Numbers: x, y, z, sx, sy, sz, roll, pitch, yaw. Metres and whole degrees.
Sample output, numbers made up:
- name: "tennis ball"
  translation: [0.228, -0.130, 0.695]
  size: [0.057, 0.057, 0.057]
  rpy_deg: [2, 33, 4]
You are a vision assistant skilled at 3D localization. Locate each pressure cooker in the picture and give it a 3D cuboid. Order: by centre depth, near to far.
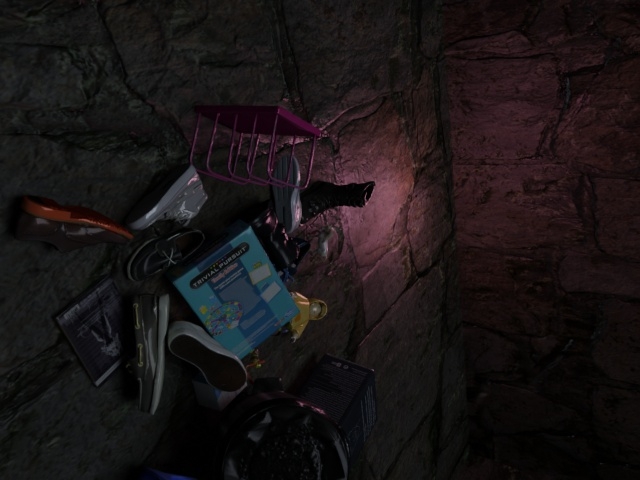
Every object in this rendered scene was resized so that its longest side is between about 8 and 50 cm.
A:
- name: "pressure cooker"
  translation: [-0.136, 0.615, 1.697]
  size: [0.375, 0.420, 0.370]
  rpy_deg: [43, 72, -3]

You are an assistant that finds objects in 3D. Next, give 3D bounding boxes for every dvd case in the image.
- name: "dvd case"
  translation: [-0.518, 0.216, 1.404]
  size: [0.164, 0.018, 0.221]
  rpy_deg: [-49, 133, -44]

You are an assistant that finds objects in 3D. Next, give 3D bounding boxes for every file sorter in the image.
- name: "file sorter"
  translation: [-0.185, -0.249, 1.612]
  size: [0.202, 0.290, 0.182]
  rpy_deg: [15, 85, -57]

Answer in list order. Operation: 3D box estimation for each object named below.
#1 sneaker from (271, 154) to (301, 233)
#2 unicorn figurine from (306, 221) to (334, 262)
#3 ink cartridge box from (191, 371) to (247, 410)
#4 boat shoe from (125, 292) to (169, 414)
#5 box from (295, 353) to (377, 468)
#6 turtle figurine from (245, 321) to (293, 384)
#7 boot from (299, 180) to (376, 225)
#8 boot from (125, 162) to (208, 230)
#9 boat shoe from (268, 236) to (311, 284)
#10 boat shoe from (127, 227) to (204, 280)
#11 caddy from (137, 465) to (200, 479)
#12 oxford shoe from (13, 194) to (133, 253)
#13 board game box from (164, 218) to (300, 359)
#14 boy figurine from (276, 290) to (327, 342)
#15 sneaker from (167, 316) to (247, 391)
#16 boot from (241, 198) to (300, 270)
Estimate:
- name: "sneaker"
  translation: [-0.108, -0.152, 1.947]
  size: [0.091, 0.094, 0.258]
  rpy_deg: [-26, 122, -74]
- name: "unicorn figurine"
  translation: [0.000, 0.000, 2.098]
  size: [0.060, 0.111, 0.162]
  rpy_deg: [-29, 119, -52]
- name: "ink cartridge box"
  translation: [-0.289, 0.410, 1.725]
  size: [0.143, 0.089, 0.092]
  rpy_deg: [-39, 126, -48]
- name: "boat shoe"
  translation: [-0.429, 0.279, 1.454]
  size: [0.109, 0.091, 0.305]
  rpy_deg: [-146, -118, -77]
- name: "box"
  translation: [0.027, 0.664, 2.105]
  size: [0.395, 0.211, 0.294]
  rpy_deg: [-50, 144, -43]
- name: "turtle figurine"
  translation: [-0.197, 0.291, 1.825]
  size: [0.217, 0.087, 0.270]
  rpy_deg: [-25, 103, -19]
- name: "boot"
  translation: [0.052, -0.139, 2.050]
  size: [0.263, 0.228, 0.091]
  rpy_deg: [-53, 136, -40]
- name: "boot"
  translation: [-0.377, -0.080, 1.508]
  size: [0.258, 0.095, 0.123]
  rpy_deg: [-55, 130, -39]
- name: "boat shoe"
  translation: [-0.119, 0.076, 1.944]
  size: [0.258, 0.089, 0.109]
  rpy_deg: [-61, 140, -33]
- name: "boat shoe"
  translation: [-0.396, 0.031, 1.516]
  size: [0.233, 0.079, 0.084]
  rpy_deg: [-39, 128, -47]
- name: "caddy"
  translation: [-0.357, 0.709, 1.527]
  size: [0.179, 0.241, 0.341]
  rpy_deg: [-55, 138, -29]
- name: "oxford shoe"
  translation: [-0.538, -0.021, 1.293]
  size: [0.271, 0.096, 0.098]
  rpy_deg: [20, 98, -52]
- name: "board game box"
  translation: [-0.237, 0.149, 1.659]
  size: [0.253, 0.079, 0.336]
  rpy_deg: [-37, 123, -16]
- name: "boy figurine"
  translation: [-0.084, 0.260, 2.027]
  size: [0.285, 0.092, 0.177]
  rpy_deg: [-4, 95, -54]
- name: "sneaker"
  translation: [-0.305, 0.300, 1.606]
  size: [0.106, 0.123, 0.290]
  rpy_deg: [-39, 126, -1]
- name: "boot"
  translation: [-0.146, -0.004, 1.782]
  size: [0.207, 0.094, 0.246]
  rpy_deg: [62, 12, -12]
